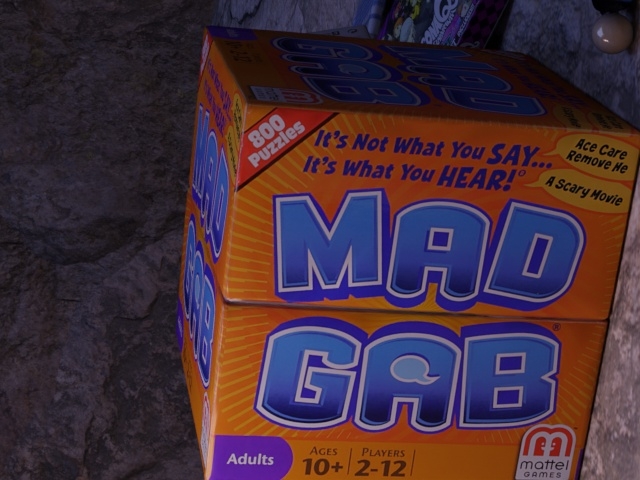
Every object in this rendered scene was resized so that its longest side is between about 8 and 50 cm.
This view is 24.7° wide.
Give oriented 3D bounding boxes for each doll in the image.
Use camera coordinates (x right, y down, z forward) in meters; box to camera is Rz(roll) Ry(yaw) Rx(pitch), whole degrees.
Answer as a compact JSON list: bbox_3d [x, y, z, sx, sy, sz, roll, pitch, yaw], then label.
[{"bbox_3d":[0.263,-0.261,1.299,0.129,0.046,0.189,-151,65,-79],"label":"doll"}]

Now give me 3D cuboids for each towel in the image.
[{"bbox_3d":[0.072,-0.307,2.188,0.209,0.034,0.285,128,153,-75],"label":"towel"}]

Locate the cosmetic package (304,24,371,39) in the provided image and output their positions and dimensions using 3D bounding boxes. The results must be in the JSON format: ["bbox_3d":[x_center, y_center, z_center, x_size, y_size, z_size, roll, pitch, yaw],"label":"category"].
[{"bbox_3d":[0.029,-0.106,1.840,0.365,0.155,0.197,-105,7,-58],"label":"cosmetic package"}]

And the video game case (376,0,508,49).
[{"bbox_3d":[0.147,-0.274,1.766,0.210,0.042,0.232,-105,32,-47],"label":"video game case"}]

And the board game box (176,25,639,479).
[{"bbox_3d":[0.059,0.006,1.452,0.356,0.357,0.356,-118,33,-69],"label":"board game box"}]
